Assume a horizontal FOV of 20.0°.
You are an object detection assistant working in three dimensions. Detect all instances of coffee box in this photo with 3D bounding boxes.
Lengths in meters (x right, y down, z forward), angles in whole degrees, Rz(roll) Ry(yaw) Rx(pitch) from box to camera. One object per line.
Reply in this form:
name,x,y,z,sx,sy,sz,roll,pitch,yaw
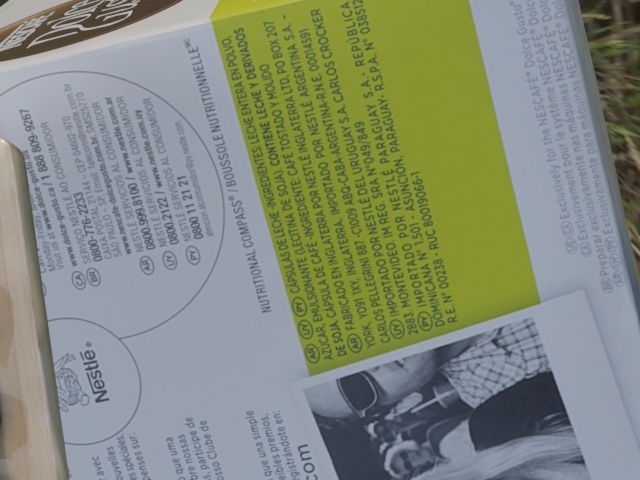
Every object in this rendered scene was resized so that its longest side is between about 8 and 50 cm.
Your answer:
coffee box,0.000,0.000,1.014,0.334,0.337,0.338,-13,107,10

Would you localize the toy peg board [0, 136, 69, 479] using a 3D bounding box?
toy peg board,-0.181,0.050,0.625,0.160,0.079,0.161,-14,74,11
